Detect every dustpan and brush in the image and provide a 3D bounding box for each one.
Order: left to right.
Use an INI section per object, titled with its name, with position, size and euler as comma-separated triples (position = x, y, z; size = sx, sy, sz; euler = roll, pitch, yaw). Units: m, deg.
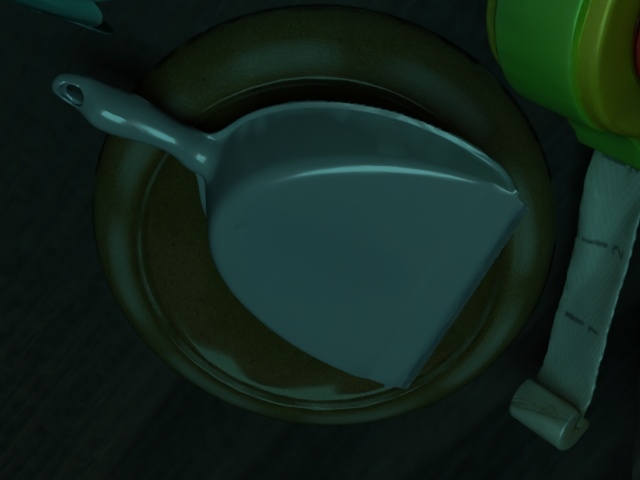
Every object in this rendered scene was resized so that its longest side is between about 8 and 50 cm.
[dustpan and brush]
position = -0.028, -0.023, 0.726
size = 0.211, 0.060, 0.147
euler = 19, 131, -12

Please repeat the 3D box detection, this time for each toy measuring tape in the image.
[toy measuring tape]
position = 0.114, -0.048, 0.690
size = 0.121, 0.121, 0.330
euler = 12, 112, -2

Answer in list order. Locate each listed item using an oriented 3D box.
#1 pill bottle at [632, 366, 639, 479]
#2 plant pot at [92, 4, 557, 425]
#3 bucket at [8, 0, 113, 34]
[pill bottle]
position = 0.358, 0.092, 0.690
size = 0.407, 0.229, 0.229
euler = 6, 117, 2
[plant pot]
position = 0.000, 0.000, 0.780
size = 0.236, 0.032, 0.236
euler = 2, 117, 4
[bucket]
position = -0.133, -0.224, 0.545
size = 0.183, 0.281, 0.281
euler = 14, 117, -5
